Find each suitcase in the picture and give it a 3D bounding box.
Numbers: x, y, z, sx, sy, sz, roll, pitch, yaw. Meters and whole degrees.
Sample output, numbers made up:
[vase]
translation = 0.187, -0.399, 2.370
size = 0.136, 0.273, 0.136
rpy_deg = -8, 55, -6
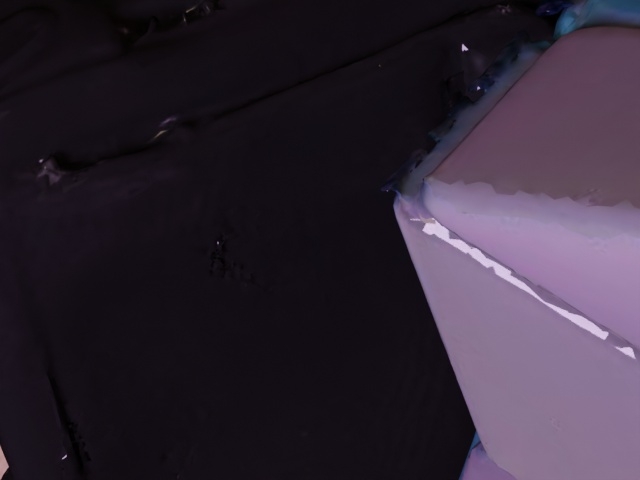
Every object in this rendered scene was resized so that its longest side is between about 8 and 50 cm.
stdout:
[suitcase]
translation = 0.000, 0.000, 0.817
size = 0.188, 0.339, 0.345
rpy_deg = -122, 16, -52

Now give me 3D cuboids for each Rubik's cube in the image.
[Rubik's cube]
translation = 0.228, 0.030, 0.618
size = 0.368, 0.387, 0.358
rpy_deg = 32, 148, 16
